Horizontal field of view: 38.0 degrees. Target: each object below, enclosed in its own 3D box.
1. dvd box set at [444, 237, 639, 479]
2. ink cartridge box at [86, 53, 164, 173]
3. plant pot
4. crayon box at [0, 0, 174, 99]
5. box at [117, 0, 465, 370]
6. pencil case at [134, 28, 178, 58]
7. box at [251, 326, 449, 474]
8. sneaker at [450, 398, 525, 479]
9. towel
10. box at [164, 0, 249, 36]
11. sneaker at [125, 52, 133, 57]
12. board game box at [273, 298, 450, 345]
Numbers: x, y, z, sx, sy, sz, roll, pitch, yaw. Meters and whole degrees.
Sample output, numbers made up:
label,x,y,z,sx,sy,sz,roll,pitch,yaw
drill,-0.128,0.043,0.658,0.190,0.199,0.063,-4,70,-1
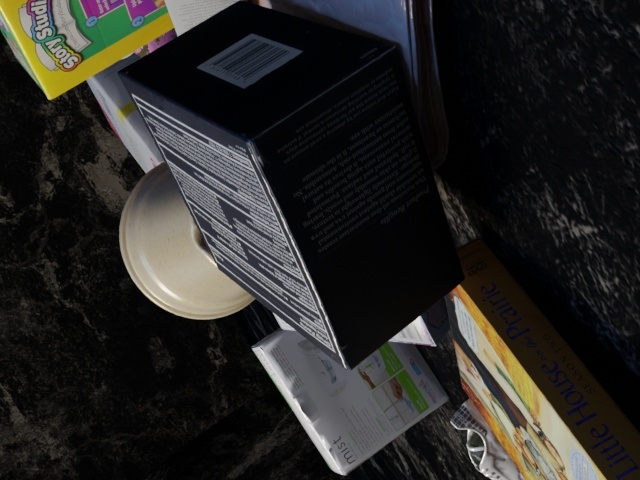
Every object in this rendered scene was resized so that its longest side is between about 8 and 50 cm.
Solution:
label,x,y,z,sx,sy,sz,roll,pitch,yaw
dvd box set,0.274,0.235,1.030,0.420,0.062,0.308,57,171,38
ink cartridge box,-0.362,-0.257,2.112,0.385,0.160,0.279,50,166,26
plant pot,-0.177,-0.027,1.729,0.334,0.333,0.305,58,156,-7
crayon box,-0.271,-0.380,1.117,0.106,0.313,0.363,51,166,23
box,-0.030,-0.071,1.000,0.296,0.182,0.294,33,151,49
pencil case,-0.276,-0.370,1.523,0.386,0.160,0.167,49,-172,28
box,0.049,0.229,1.610,0.262,0.231,0.127,56,167,0
sneaker,0.262,0.308,1.316,0.235,0.094,0.090,60,166,-20
towel,0.011,-0.264,0.945,0.332,0.053,0.317,49,165,31
box,-0.141,-0.331,1.067,0.170,0.090,0.130,76,-177,-65
sneaker,-0.407,-0.509,1.735,0.350,0.131,0.148,92,161,-45
board game box,0.000,0.000,1.332,0.318,0.066,0.318,1,127,45
